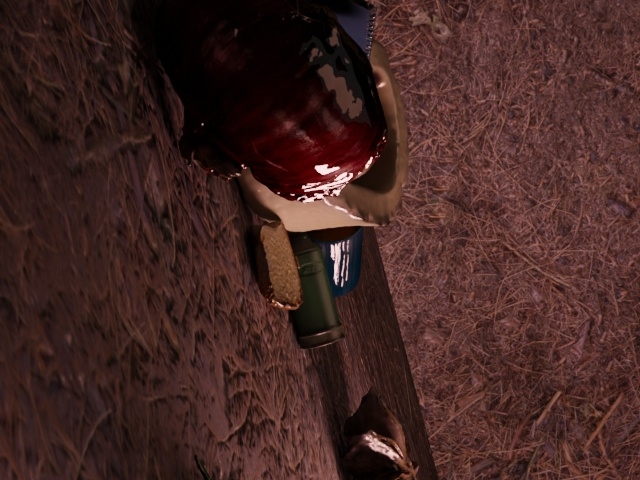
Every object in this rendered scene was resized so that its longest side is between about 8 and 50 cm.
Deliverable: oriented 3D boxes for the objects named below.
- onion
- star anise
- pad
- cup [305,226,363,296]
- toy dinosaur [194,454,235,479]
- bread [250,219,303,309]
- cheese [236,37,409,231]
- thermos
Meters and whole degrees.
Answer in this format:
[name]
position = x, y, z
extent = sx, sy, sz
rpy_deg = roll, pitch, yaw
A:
[onion]
position = -0.067, -0.173, 1.249
extent = 0.314, 0.232, 0.314
rpy_deg = 49, 6, -7
[star anise]
position = 0.110, 0.422, 1.912
extent = 0.332, 0.118, 0.331
rpy_deg = -14, 90, -74
[pad]
position = -0.058, -0.295, 1.362
extent = 0.269, 0.269, 0.012
rpy_deg = 97, 15, -85
[cup]
position = 0.011, 0.000, 1.823
extent = 0.150, 0.113, 0.138
rpy_deg = -103, -170, -45
[toy dinosaur]
position = -0.093, 0.254, 1.016
extent = 0.060, 0.029, 0.119
rpy_deg = -60, 137, -62
[bread]
position = -0.067, 0.036, 1.535
extent = 0.126, 0.044, 0.129
rpy_deg = 5, 75, -75
[cheese]
position = 0.002, -0.162, 1.623
extent = 0.332, 0.153, 0.292
rpy_deg = -1, 88, -65
[thermos]
position = -0.017, 0.070, 1.716
extent = 0.083, 0.073, 0.187
rpy_deg = -26, 103, -75
